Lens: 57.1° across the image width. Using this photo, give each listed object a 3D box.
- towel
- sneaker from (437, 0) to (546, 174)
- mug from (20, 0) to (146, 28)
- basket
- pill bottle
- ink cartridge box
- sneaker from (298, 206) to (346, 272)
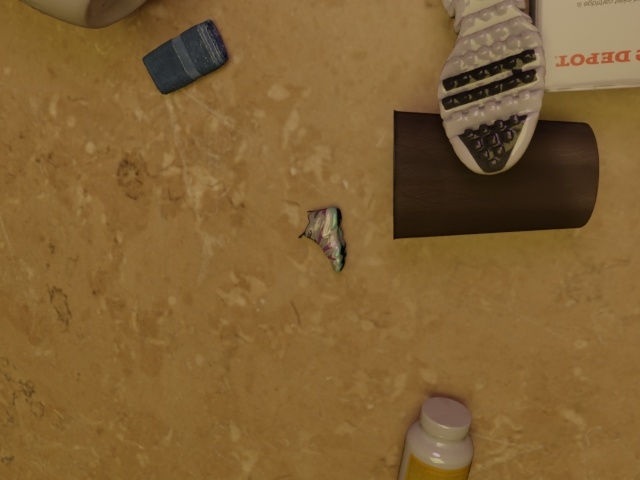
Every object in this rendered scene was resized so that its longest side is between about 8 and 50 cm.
[{"bbox_3d":[-0.193,-0.262,0.847,0.120,0.029,0.067,-20,100,20],"label":"towel"},{"bbox_3d":[0.191,-0.200,0.646,0.110,0.118,0.291,-7,68,26],"label":"sneaker"},{"bbox_3d":[-0.303,-0.470,0.706,0.374,0.276,0.328,-43,100,-7],"label":"mug"},{"bbox_3d":[0.203,-0.079,0.720,0.227,0.204,0.154,0,76,8],"label":"basket"},{"bbox_3d":[0.174,0.337,0.893,0.103,0.103,0.184,12,111,12],"label":"pill bottle"},{"bbox_3d":[0.332,-0.306,0.635,0.197,0.114,0.272,0,106,15],"label":"ink cartridge box"},{"bbox_3d":[0.000,0.000,0.874,0.069,0.038,0.098,-3,97,19],"label":"sneaker"}]
